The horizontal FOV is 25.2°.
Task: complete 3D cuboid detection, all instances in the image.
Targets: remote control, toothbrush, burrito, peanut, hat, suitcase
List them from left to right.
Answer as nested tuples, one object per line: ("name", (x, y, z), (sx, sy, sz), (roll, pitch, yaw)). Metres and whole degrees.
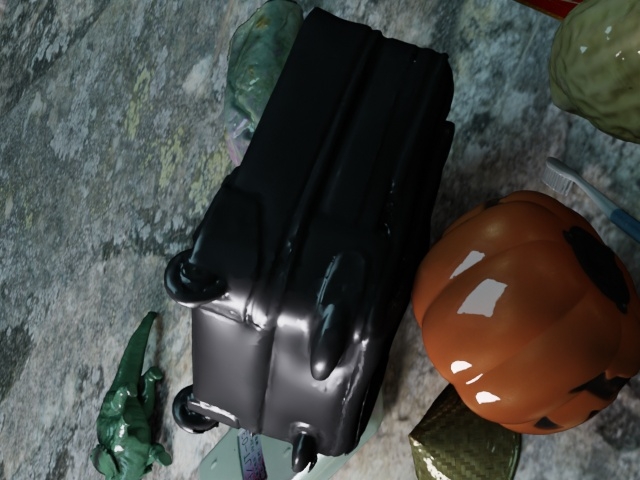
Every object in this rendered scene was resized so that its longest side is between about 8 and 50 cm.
("burrito", (-0.068, -0.171, 1.733), (0.144, 0.089, 0.228), (-47, 36, 42))
("remote control", (-0.034, 0.211, 1.502), (0.296, 0.056, 0.140), (-49, 39, 34))
("suitcase", (0.000, 0.000, 1.273), (0.345, 0.188, 0.339), (95, -167, -62))
("hat", (0.105, 0.178, 1.270), (0.146, 0.067, 0.146), (-36, 46, 48))
("toothbrush", (0.252, -0.010, 1.167), (0.275, 0.019, 0.025), (48, 122, 57))
("peanut", (0.291, -0.147, 1.061), (0.143, 0.159, 0.291), (65, 160, -9))

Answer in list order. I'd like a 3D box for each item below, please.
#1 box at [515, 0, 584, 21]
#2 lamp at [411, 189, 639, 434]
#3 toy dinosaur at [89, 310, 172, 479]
("box", (0.239, -0.247, 1.179), (0.240, 0.153, 0.074), (-5, 75, 59))
("lamp", (0.157, 0.061, 1.119), (0.164, 0.188, 0.187), (-38, 42, 24))
("toy dinosaur", (-0.237, 0.212, 1.829), (0.120, 0.079, 0.291), (-20, 55, 53))
